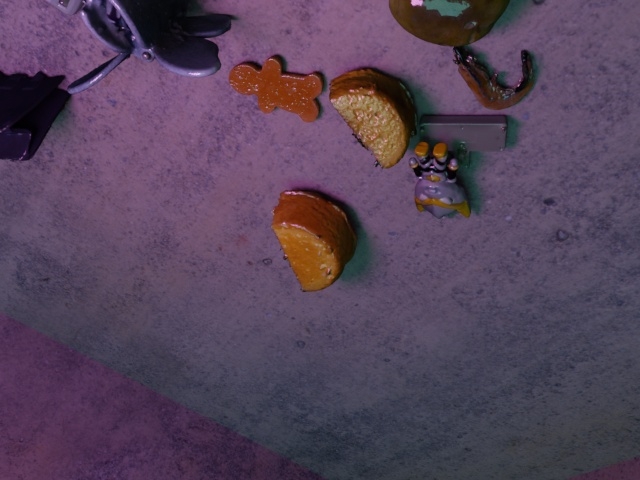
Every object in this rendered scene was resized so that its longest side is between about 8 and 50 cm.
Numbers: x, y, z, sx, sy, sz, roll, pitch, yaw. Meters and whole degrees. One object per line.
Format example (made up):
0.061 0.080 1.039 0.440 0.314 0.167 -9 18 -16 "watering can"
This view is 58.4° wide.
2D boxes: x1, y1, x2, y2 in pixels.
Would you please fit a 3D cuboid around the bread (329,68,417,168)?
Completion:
0.149 -0.317 1.413 0.147 0.160 0.260 -28 113 29 "bread"

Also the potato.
0.268 -0.506 1.200 0.228 0.148 0.197 27 120 -5 "potato"

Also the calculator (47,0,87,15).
-0.683 -0.669 1.420 0.246 0.045 0.141 34 134 -16 "calculator"

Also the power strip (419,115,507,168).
0.365 -0.248 1.473 0.215 0.061 0.145 3 138 16 "power strip"

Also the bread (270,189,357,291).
0.000 0.000 1.730 0.179 0.194 0.340 -2 129 29 "bread"

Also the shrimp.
0.403 -0.395 1.328 0.219 0.046 0.152 38 133 -24 "shrimp"

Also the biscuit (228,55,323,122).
-0.116 -0.404 1.498 0.250 0.036 0.165 14 135 0 "biscuit"

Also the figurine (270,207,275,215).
-0.123 -0.092 1.798 0.050 0.047 0.083 43 139 -3 "figurine"

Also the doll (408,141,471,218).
0.319 -0.146 1.536 0.145 0.103 0.316 -13 143 10 "doll"

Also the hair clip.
-0.393 -0.519 1.282 0.392 0.318 0.238 0 131 21 "hair clip"

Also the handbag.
-0.898 -0.354 1.600 0.303 0.329 0.122 3 135 8 "handbag"
